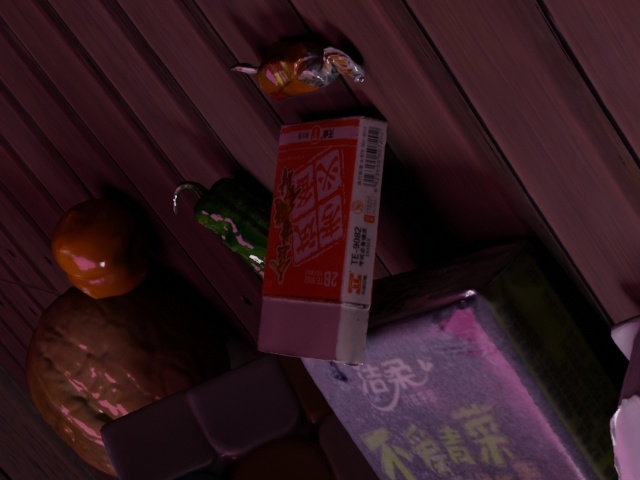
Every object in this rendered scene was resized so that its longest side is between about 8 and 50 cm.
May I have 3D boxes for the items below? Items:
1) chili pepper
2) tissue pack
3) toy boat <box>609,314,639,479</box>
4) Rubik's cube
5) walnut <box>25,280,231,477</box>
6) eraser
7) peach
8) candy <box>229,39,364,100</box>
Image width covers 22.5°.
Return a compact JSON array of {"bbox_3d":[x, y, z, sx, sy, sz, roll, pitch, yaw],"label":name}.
[{"bbox_3d":[-0.055,0.014,1.832,0.257,0.074,0.100,47,159,-9],"label":"chili pepper"},{"bbox_3d":[0.182,0.207,1.565,0.288,0.124,0.394,-20,108,50],"label":"tissue pack"},{"bbox_3d":[0.327,0.199,1.362,0.199,0.100,0.290,-23,92,49],"label":"toy boat"},{"bbox_3d":[-0.020,0.360,1.911,0.346,0.344,0.347,78,167,-55],"label":"Rubik's cube"},{"bbox_3d":[-0.265,0.198,2.305,0.313,0.277,0.252,35,-171,12],"label":"walnut"},{"bbox_3d":[0.000,0.000,1.544,0.038,0.230,0.157,8,176,-30],"label":"eraser"},{"bbox_3d":[-0.299,0.009,2.193,0.138,0.138,0.138,37,158,18],"label":"peach"},{"bbox_3d":[-0.027,-0.158,1.498,0.053,0.046,0.182,51,156,-23],"label":"candy"}]
